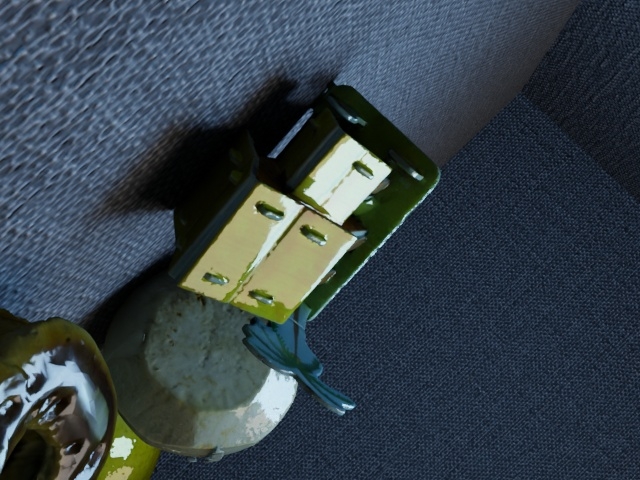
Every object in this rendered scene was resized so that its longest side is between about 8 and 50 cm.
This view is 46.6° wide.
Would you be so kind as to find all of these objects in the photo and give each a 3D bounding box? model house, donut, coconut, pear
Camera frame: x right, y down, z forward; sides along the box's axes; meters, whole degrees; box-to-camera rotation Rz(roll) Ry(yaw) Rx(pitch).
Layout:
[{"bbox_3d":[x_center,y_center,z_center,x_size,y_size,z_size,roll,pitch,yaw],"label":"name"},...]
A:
[{"bbox_3d":[0.000,0.000,0.909,0.300,0.340,0.323,-48,168,15],"label":"model house"},{"bbox_3d":[-0.333,0.210,0.702,0.330,0.159,0.330,21,90,-78],"label":"donut"},{"bbox_3d":[-0.185,0.192,1.153,0.323,0.323,0.323,-43,172,-8],"label":"coconut"},{"bbox_3d":[-0.460,0.469,1.505,0.386,0.191,0.340,-44,172,-10],"label":"pear"}]
